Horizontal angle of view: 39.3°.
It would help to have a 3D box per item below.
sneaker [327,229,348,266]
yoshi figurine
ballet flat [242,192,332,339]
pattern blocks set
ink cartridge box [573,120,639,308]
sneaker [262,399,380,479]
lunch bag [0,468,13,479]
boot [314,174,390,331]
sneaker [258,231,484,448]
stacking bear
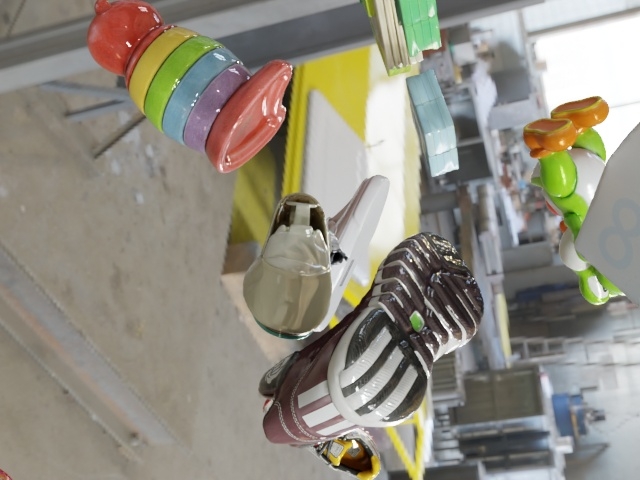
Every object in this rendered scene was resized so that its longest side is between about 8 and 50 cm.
[{"bbox_3d":[-0.009,0.013,1.070,0.069,0.098,0.038,49,-50,43],"label":"sneaker"},{"bbox_3d":[0.483,-0.051,1.529,0.203,0.204,0.362,-73,144,-67],"label":"yoshi figurine"},{"bbox_3d":[-0.026,0.010,0.871,0.248,0.086,0.086,-89,164,-71],"label":"ballet flat"},{"bbox_3d":[0.020,-0.211,0.550,0.285,0.026,0.325,69,5,-49],"label":"pattern blocks set"},{"bbox_3d":[0.467,-0.062,1.014,0.308,0.091,0.385,-126,-144,-46],"label":"ink cartridge box"},{"bbox_3d":[0.010,0.305,1.427,0.225,0.088,0.093,33,3,-15],"label":"sneaker"},{"bbox_3d":[-0.517,0.395,1.125,0.258,0.120,0.293,21,21,-30],"label":"lunch bag"},{"bbox_3d":[0.000,0.000,1.355,0.258,0.123,0.095,-63,163,2],"label":"boot"},{"bbox_3d":[0.031,0.088,0.777,0.106,0.162,0.281,58,31,-1],"label":"sneaker"},{"bbox_3d":[-0.207,-0.240,1.285,0.164,0.289,0.175,-50,170,-24],"label":"stacking bear"}]
